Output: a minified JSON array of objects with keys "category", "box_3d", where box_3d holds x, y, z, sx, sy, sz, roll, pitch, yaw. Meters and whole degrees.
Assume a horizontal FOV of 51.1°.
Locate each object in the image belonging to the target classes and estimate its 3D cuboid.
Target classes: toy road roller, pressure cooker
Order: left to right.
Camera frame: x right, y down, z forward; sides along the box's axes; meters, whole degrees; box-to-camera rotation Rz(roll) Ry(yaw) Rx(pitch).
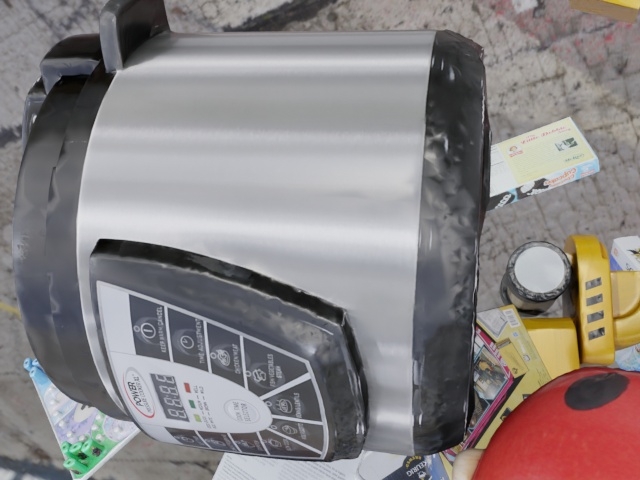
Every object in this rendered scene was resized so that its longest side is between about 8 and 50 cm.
[{"category":"pressure cooker","box_3d":[-0.064,-0.001,0.621,0.420,0.369,0.375,4,171,12]},{"category":"toy road roller","box_3d":[0.409,0.153,1.037,0.241,0.329,0.202,-1,166,12]}]

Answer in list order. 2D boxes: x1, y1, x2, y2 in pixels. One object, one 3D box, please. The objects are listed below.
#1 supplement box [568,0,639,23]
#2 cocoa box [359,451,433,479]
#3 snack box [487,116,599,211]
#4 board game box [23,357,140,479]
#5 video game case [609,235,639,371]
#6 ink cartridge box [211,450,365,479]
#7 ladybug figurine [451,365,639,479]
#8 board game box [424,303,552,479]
[{"category":"supplement box","box_3d":[0.556,-0.524,1.235,0.129,0.191,0.194,22,106,18]},{"category":"cocoa box","box_3d":[0.132,0.547,1.342,0.347,0.228,0.231,-35,158,4]},{"category":"snack box","box_3d":[0.567,-0.209,1.840,0.322,0.187,0.060,-20,136,10]},{"category":"board game box","box_3d":[-0.424,0.240,1.415,0.390,0.390,0.050,36,164,48]},{"category":"video game case","box_3d":[0.676,0.168,1.410,0.061,0.244,0.269,-7,125,-3]},{"category":"ink cartridge box","box_3d":[-0.056,0.383,0.974,0.071,0.330,0.324,34,164,-30]},{"category":"ladybug figurine","box_3d":[0.322,0.189,0.475,0.449,0.161,0.305,7,173,14]},{"category":"board game box","box_3d":[0.187,0.199,0.730,0.165,0.243,0.042,-10,150,-17]}]
